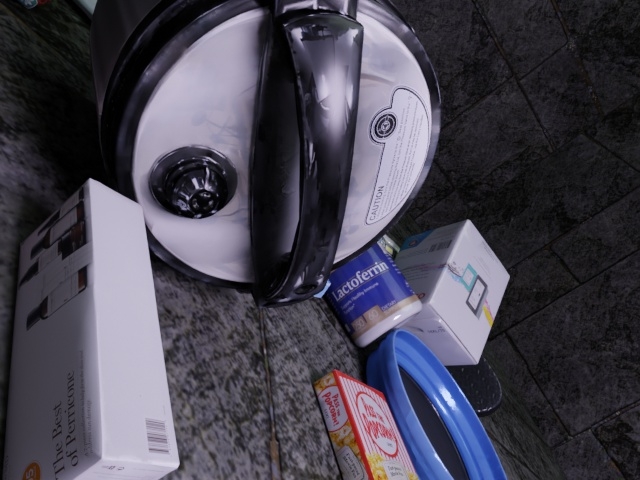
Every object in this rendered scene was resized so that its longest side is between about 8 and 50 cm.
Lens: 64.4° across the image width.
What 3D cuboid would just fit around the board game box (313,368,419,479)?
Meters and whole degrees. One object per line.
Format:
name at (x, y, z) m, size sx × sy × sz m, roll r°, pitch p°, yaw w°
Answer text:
board game box at (0.072, 0.293, 0.716) m, size 0.146 × 0.045 × 0.193 m, roll 38°, pitch 21°, yaw -45°

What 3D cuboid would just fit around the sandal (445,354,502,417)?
sandal at (0.372, 0.300, 1.466) m, size 0.107 × 0.167 × 0.446 m, roll 75°, pitch 1°, yaw -50°

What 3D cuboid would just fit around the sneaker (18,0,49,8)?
sneaker at (-0.426, -0.384, 0.738) m, size 0.161 × 0.057 × 0.075 m, roll -110°, pitch 175°, yaw -50°

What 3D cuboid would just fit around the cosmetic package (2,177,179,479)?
cosmetic package at (-0.175, 0.070, 0.375) m, size 0.060 × 0.099 × 0.239 m, roll 33°, pitch 24°, yaw -46°

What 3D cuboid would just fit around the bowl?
bowl at (0.219, 0.354, 0.948) m, size 0.391 × 0.077 × 0.391 m, roll 48°, pitch 17°, yaw -20°

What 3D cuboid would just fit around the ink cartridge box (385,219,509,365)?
ink cartridge box at (0.277, 0.127, 1.191) m, size 0.197 × 0.198 × 0.270 m, roll 49°, pitch 53°, yaw -18°

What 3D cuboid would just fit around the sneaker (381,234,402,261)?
sneaker at (0.128, 0.044, 1.341) m, size 0.147 × 0.145 × 0.385 m, roll -28°, pitch 82°, yaw -48°

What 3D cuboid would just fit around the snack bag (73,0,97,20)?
snack bag at (-0.320, -0.477, 0.968) m, size 0.342 × 0.037 × 0.323 m, roll 45°, pitch 50°, yaw -22°

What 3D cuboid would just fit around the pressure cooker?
pressure cooker at (-0.072, -0.145, 0.602) m, size 0.370 × 0.375 × 0.420 m, roll 42°, pitch 11°, yaw -43°

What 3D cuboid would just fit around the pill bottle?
pill bottle at (0.071, 0.066, 1.017) m, size 0.265 × 0.153 × 0.153 m, roll 57°, pitch 15°, yaw 16°

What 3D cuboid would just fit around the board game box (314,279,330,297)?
board game box at (-0.084, -0.008, 0.822) m, size 0.160 × 0.039 × 0.211 m, roll 15°, pitch 34°, yaw -29°
